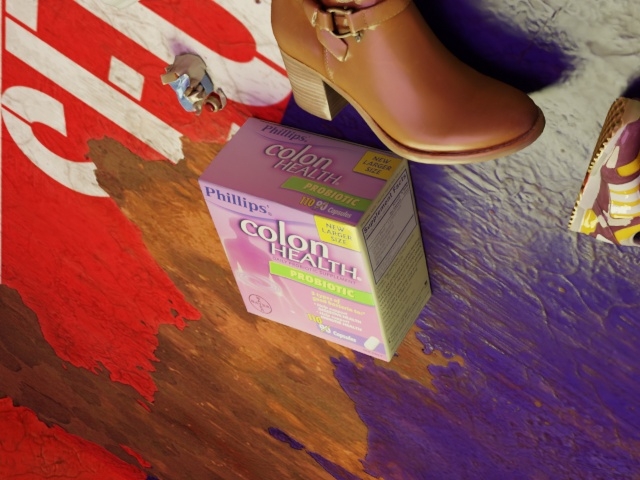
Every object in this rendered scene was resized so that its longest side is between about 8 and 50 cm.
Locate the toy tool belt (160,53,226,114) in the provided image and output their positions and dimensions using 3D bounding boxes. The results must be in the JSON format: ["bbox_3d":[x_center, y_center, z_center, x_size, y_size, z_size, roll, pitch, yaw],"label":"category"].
[{"bbox_3d":[-0.152,-0.173,1.324,0.052,0.051,0.083,2,135,43],"label":"toy tool belt"}]

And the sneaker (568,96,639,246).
[{"bbox_3d":[0.289,-0.060,1.041,0.083,0.070,0.185,19,152,10],"label":"sneaker"}]

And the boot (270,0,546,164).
[{"bbox_3d":[0.073,-0.199,1.045,0.283,0.109,0.220,25,143,31],"label":"boot"}]

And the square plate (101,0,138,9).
[{"bbox_3d":[-0.239,-0.400,1.113,0.344,0.049,0.347,-12,124,50],"label":"square plate"}]

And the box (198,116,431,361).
[{"bbox_3d":[0.000,0.000,1.342,0.213,0.117,0.243,18,143,28],"label":"box"}]
